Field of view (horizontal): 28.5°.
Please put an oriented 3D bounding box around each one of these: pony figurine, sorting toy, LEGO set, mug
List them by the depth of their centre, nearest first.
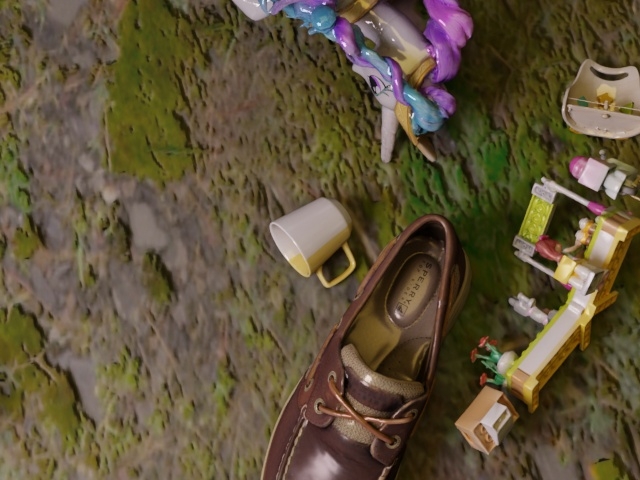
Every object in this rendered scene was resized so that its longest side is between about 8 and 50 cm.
[{"bbox_3d":[0.192,0.046,1.140,0.107,0.132,0.287,33,101,27],"label":"LEGO set"},{"bbox_3d":[0.064,-0.296,1.171,0.363,0.303,0.351,46,117,10],"label":"pony figurine"},{"bbox_3d":[-0.003,-0.003,1.191,0.064,0.078,0.062,-36,43,-16],"label":"mug"},{"bbox_3d":[0.277,-0.141,1.221,0.083,0.045,0.075,11,68,6],"label":"sorting toy"}]

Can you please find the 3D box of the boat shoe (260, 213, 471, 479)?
[{"bbox_3d":[0.039,0.130,1.109,0.123,0.123,0.342,27,77,9],"label":"boat shoe"}]
